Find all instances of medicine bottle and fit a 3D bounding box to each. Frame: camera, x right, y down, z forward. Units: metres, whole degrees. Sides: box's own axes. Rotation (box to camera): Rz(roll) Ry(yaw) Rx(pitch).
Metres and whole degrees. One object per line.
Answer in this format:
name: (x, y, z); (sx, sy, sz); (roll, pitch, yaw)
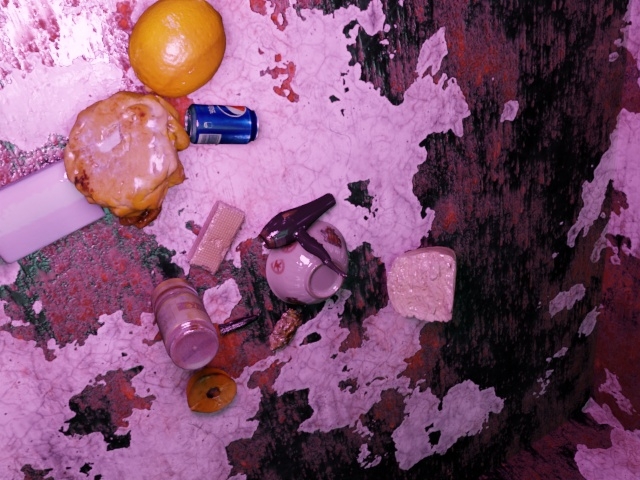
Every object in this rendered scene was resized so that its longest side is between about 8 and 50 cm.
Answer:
medicine bottle: (-0.421, 0.251, 1.581); (0.151, 0.322, 0.151); (-11, 117, -23)

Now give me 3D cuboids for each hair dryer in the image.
hair dryer: (0.000, 0.000, 1.697); (0.304, 0.359, 0.120); (-29, 144, -25)

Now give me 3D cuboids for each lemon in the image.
lemon: (-0.371, -0.504, 1.339); (0.236, 0.236, 0.263); (25, 68, -34)

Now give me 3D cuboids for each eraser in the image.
eraser: (-0.761, -0.082, 1.387); (0.290, 0.104, 0.189); (-30, 117, -14)

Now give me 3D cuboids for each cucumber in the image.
cucumber: (-0.287, 0.299, 1.850); (0.163, 0.043, 0.039); (-16, 155, -20)

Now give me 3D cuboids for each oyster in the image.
oyster: (-0.132, 0.343, 1.944); (0.177, 0.056, 0.105); (-45, 132, -10)

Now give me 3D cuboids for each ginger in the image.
ginger: (-0.519, -0.103, 1.525); (0.103, 0.073, 0.162); (24, 97, -35)

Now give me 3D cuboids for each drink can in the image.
drink can: (-0.291, -0.342, 1.519); (0.205, 0.118, 0.118); (-4, 113, -28)

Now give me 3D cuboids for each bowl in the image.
bowl: (-0.013, 0.108, 1.841); (0.337, 0.157, 0.337); (-11, 116, -25)

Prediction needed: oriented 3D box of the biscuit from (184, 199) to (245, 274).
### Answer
biscuit: (-0.339, -0.007, 1.671); (0.108, 0.062, 0.238); (25, 99, -34)

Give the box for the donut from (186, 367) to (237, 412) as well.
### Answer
donut: (-0.402, 0.539, 1.870); (0.190, 0.075, 0.174); (10, 105, -36)

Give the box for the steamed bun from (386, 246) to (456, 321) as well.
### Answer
steamed bun: (0.408, 0.162, 2.061); (0.272, 0.273, 0.290); (9, 109, 14)

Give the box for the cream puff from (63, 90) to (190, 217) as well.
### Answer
cream puff: (-0.488, -0.221, 1.379); (0.291, 0.257, 0.324); (-12, 84, 15)
